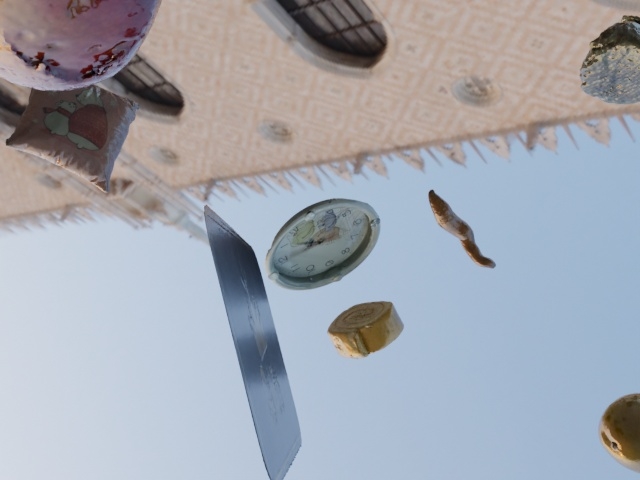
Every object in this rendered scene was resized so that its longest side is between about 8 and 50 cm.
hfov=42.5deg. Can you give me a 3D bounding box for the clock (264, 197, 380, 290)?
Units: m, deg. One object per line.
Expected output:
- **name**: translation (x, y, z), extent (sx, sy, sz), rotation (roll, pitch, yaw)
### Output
- **clock**: translation (0.000, 0.000, 1.541), extent (0.236, 0.236, 0.053), rotation (-38, -127, 14)

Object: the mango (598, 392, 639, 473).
- **mango**: translation (0.504, 0.288, 1.225), extent (0.092, 0.194, 0.130), rotation (-56, -134, 41)

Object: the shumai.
- **shumai**: translation (0.535, -0.323, 1.386), extent (0.184, 0.184, 0.142), rotation (2, -116, 41)

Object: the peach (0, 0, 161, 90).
- **peach**: translation (-0.377, -0.380, 1.083), extent (0.416, 0.339, 0.353), rotation (148, -62, -69)

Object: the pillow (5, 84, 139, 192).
- **pillow**: translation (-0.517, -0.243, 1.734), extent (0.084, 0.236, 0.223), rotation (-28, -139, 58)

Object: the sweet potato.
- **sweet potato**: translation (0.239, -0.018, 1.416), extent (0.044, 0.179, 0.044), rotation (-38, -166, 11)

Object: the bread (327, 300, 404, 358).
- **bread**: translation (0.087, 0.178, 1.611), extent (0.149, 0.073, 0.122), rotation (-9, -155, 50)

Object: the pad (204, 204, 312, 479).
- **pad**: translation (-0.025, 0.129, 0.827), extent (0.063, 0.375, 0.315), rotation (-14, -96, 1)
